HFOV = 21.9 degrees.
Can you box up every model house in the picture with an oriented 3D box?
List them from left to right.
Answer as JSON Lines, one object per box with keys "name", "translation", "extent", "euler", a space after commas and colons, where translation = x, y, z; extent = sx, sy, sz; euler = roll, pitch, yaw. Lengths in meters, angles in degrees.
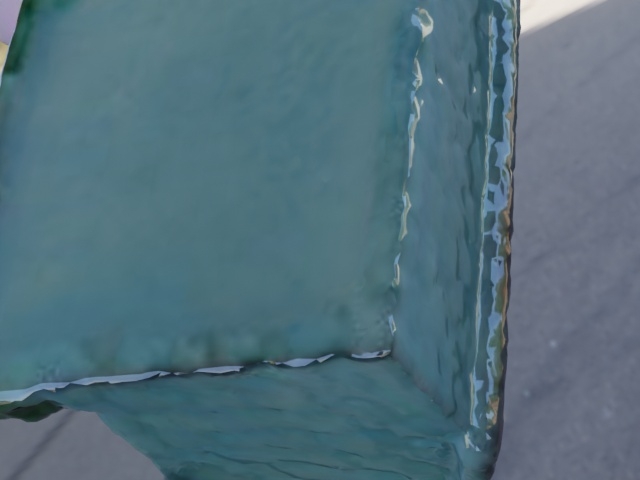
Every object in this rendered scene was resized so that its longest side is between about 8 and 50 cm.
{"name": "model house", "translation": [0.000, 0.000, 0.793], "extent": [0.230, 0.249, 0.280], "euler": [-6, 59, 26]}

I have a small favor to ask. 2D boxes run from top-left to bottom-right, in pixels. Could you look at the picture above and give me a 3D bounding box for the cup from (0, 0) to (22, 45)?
{"name": "cup", "translation": [-0.143, -0.318, 1.073], "extent": [0.253, 0.371, 0.253], "euler": [-7, 37, 6]}
